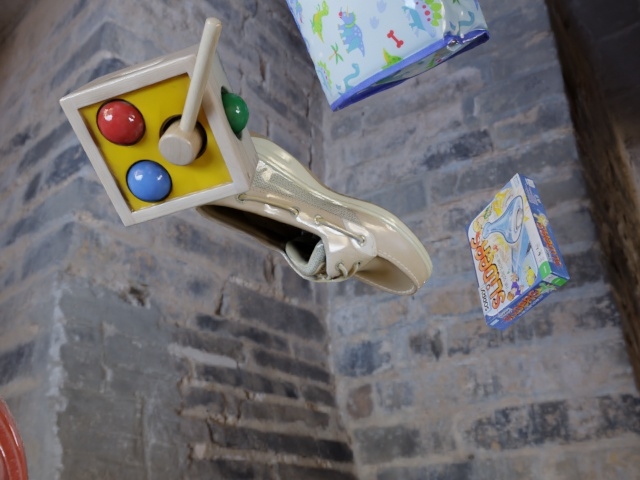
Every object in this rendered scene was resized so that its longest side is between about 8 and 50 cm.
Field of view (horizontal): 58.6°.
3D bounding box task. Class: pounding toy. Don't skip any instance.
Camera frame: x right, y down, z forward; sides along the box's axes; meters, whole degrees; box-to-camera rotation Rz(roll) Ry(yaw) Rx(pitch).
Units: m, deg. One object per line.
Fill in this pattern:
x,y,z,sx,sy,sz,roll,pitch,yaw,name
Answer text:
-0.112,-0.092,0.443,0.141,0.100,0.130,-15,117,9,pounding toy

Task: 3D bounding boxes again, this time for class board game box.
0.285,0.014,0.853,0.035,0.201,0.136,19,133,-18,board game box

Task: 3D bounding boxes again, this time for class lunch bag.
0.041,-0.189,0.464,0.151,0.128,0.096,-17,-174,44,lunch bag

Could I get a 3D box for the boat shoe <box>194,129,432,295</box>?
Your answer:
0.000,0.000,0.622,0.302,0.098,0.109,32,146,-28,boat shoe

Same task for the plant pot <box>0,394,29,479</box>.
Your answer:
-0.203,0.176,0.112,0.272,0.265,0.272,-14,122,-23,plant pot
